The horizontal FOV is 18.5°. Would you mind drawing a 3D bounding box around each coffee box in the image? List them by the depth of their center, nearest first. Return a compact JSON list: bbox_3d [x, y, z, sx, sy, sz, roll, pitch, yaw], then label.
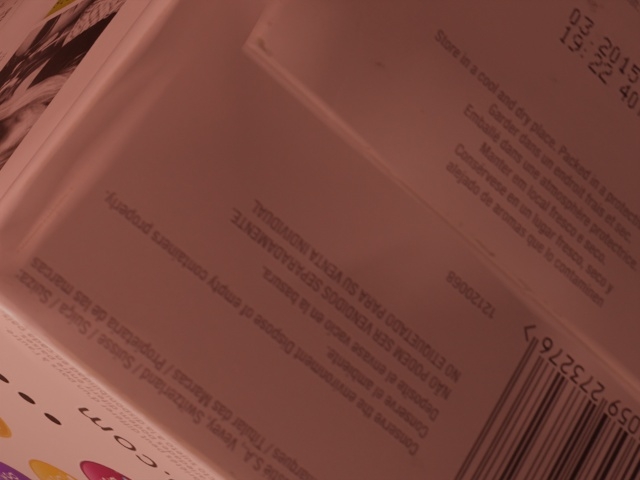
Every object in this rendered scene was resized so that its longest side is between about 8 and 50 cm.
[{"bbox_3d":[0.000,0.000,0.924,0.337,0.338,0.334,42,157,-20],"label":"coffee box"}]
